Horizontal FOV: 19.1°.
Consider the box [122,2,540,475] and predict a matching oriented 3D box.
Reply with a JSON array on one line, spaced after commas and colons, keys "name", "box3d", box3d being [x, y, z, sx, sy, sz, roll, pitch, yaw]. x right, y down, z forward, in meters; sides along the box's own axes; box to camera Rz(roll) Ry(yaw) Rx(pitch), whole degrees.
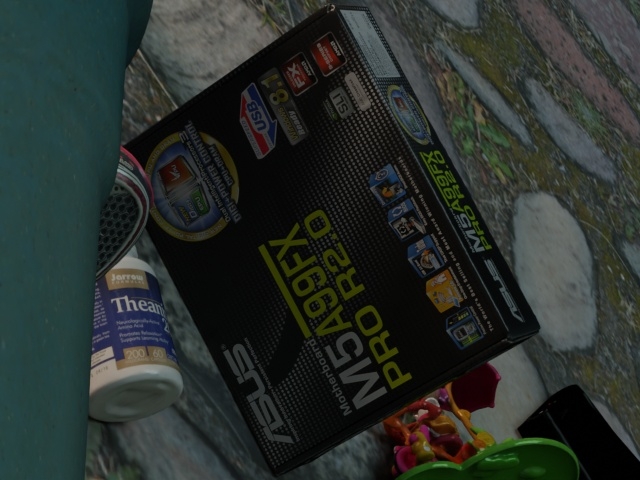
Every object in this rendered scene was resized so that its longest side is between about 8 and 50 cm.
[{"name": "box", "box3d": [0.000, 0.000, 1.362, 0.270, 0.216, 0.060, 63, 26, 9]}]

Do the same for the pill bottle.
[{"name": "pill bottle", "box3d": [-0.134, 0.052, 1.246, 0.067, 0.067, 0.120, 21, 44, -50]}]

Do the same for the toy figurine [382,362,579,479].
[{"name": "toy figurine", "box3d": [0.098, 0.147, 1.524, 0.173, 0.130, 0.159, 4, 40, -29]}]

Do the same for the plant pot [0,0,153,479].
[{"name": "plant pot", "box3d": [-0.221, 0.050, 0.684, 0.341, 0.341, 0.334, 24, 53, -48]}]

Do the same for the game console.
[{"name": "game console", "box3d": [0.222, 0.258, 1.654, 0.213, 0.044, 0.361, 58, 26, 3]}]

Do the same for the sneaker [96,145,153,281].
[{"name": "sneaker", "box3d": [-0.202, 0.046, 0.938, 0.299, 0.112, 0.121, -34, 126, -26]}]
